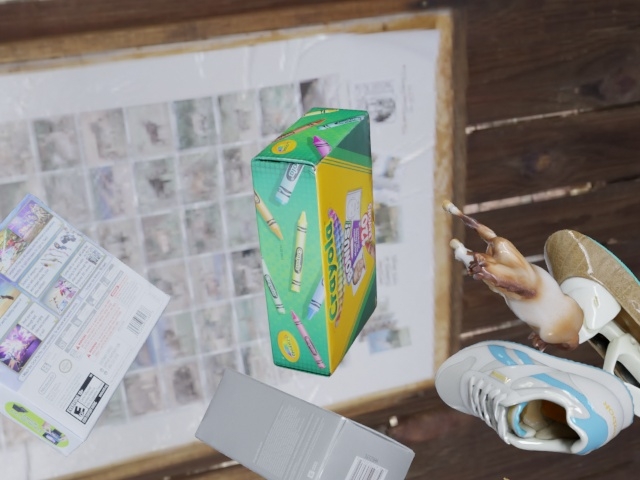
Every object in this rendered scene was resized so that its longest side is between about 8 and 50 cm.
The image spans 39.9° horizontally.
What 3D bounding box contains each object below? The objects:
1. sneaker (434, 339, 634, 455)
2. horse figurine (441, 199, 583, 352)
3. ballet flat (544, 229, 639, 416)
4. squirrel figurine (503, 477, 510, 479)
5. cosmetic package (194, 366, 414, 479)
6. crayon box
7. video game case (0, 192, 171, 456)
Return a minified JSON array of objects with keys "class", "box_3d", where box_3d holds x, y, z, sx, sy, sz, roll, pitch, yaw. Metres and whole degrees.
[{"class":"sneaker","box_3d":[0.204,0.165,0.930,0.228,0.092,0.087,2,108,48]},{"class":"horse figurine","box_3d":[0.224,0.055,0.992,0.263,0.066,0.174,43,-177,-30]},{"class":"ballet flat","box_3d":[0.404,0.139,1.187,0.342,0.124,0.116,54,142,9]},{"class":"squirrel figurine","box_3d":[0.307,0.342,0.692,0.397,0.370,0.281,-118,32,-61]},{"class":"cosmetic package","box_3d":[-0.025,0.235,1.018,0.238,0.127,0.107,16,77,51]},{"class":"crayon box","box_3d":[0.000,0.000,1.056,0.165,0.081,0.278,-50,-38,-53]},{"class":"video game case","box_3d":[-0.354,0.101,1.141,0.061,0.244,0.269,-40,16,37]}]
